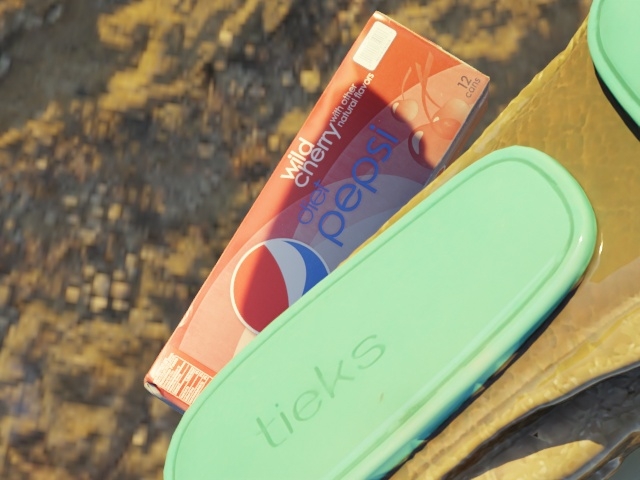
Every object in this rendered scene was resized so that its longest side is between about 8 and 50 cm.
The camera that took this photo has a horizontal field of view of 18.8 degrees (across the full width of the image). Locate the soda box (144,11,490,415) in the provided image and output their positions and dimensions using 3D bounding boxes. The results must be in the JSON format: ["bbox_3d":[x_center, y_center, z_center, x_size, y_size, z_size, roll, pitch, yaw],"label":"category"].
[{"bbox_3d":[0.000,0.000,1.158,0.083,0.092,0.263,32,85,7],"label":"soda box"}]

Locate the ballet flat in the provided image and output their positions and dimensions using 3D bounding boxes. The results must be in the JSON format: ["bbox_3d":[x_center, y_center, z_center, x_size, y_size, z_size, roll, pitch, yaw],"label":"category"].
[{"bbox_3d":[0.106,-0.006,0.531,0.342,0.116,0.124,-46,135,15],"label":"ballet flat"}]
